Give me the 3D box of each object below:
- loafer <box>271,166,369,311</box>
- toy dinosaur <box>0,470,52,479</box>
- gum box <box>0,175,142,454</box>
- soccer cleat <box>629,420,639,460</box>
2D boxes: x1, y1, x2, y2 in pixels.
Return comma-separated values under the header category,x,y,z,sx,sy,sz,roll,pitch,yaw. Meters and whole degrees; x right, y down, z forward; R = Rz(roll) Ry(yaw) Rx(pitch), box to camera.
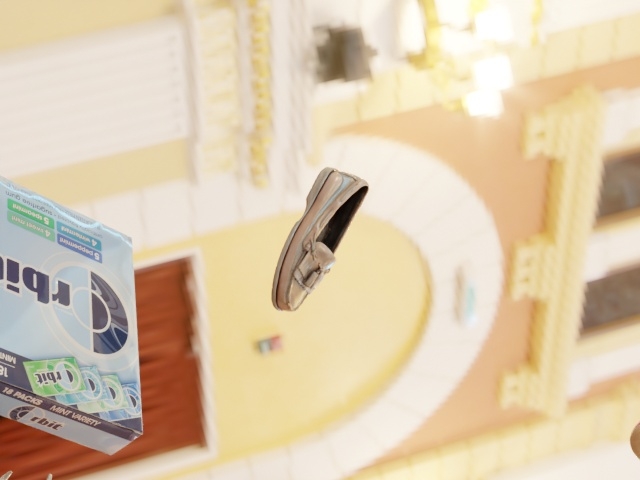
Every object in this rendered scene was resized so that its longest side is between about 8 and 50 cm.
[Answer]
category,x,y,z,sx,sy,sz,roll,pitch,yaw
loafer,0.000,0.000,1.295,0.125,0.039,0.045,-68,153,-19
toy dinosaur,-0.242,0.247,1.179,0.313,0.121,0.160,170,-69,-71
gum box,-0.207,0.050,1.225,0.041,0.157,0.184,-35,-134,30
soccer cleat,0.490,0.261,1.744,0.116,0.331,0.143,108,-9,-52
